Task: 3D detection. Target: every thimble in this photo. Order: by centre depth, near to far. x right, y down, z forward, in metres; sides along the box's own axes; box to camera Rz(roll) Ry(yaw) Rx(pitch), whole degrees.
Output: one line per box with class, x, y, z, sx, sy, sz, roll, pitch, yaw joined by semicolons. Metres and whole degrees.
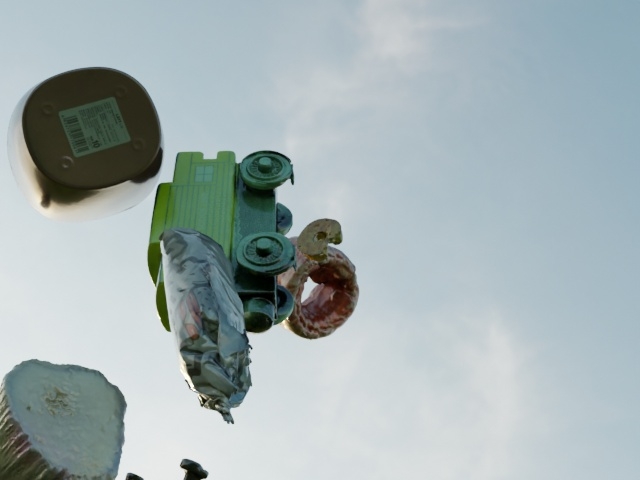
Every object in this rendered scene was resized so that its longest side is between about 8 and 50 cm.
thimble;-0.032;0.113;2.042;0.162;0.239;0.239;14;-28;52

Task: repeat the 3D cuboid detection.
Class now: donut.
donut;0.000;0.000;1.842;0.097;0.108;0.043;31;-24;44

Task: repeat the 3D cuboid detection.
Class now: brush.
brush;-0.325;0.286;0.954;0.174;0.266;0.166;23;-51;-29

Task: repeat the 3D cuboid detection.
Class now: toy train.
toy train;-0.181;-0.008;1.545;0.273;0.442;0.179;-2;-47;-2

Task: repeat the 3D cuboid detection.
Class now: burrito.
burrito;-0.158;0.099;1.151;0.101;0.445;0.138;-24;-63;-2

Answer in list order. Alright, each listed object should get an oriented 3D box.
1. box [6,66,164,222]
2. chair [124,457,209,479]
box;-0.437;-0.186;1.559;0.301;0.300;0.216;24;-13;-14
chair;-0.119;0.516;0.919;0.365;0.410;0.362;30;-26;-12
